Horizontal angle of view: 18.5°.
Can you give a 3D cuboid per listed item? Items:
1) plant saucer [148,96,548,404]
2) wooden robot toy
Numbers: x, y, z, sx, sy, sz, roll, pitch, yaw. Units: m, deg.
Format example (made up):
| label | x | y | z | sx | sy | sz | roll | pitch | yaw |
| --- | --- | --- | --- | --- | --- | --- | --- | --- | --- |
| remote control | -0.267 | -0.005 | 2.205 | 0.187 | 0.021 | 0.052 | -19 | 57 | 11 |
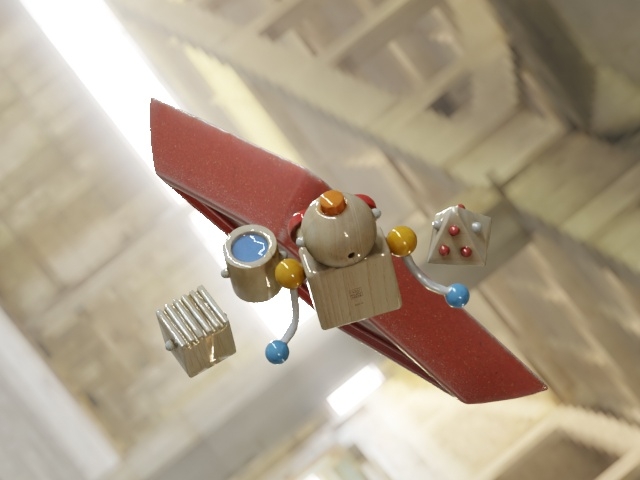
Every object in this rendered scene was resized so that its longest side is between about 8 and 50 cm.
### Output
| label | x | y | z | sx | sy | sz | roll | pitch | yaw |
| --- | --- | --- | --- | --- | --- | --- | --- | --- | --- |
| plant saucer | 0.004 | 0.015 | 1.380 | 0.259 | 0.048 | 0.258 | 42 | -8 | -31 |
| wooden robot toy | 0.000 | 0.000 | 0.946 | 0.079 | 0.173 | 0.076 | 77 | -5 | -52 |
